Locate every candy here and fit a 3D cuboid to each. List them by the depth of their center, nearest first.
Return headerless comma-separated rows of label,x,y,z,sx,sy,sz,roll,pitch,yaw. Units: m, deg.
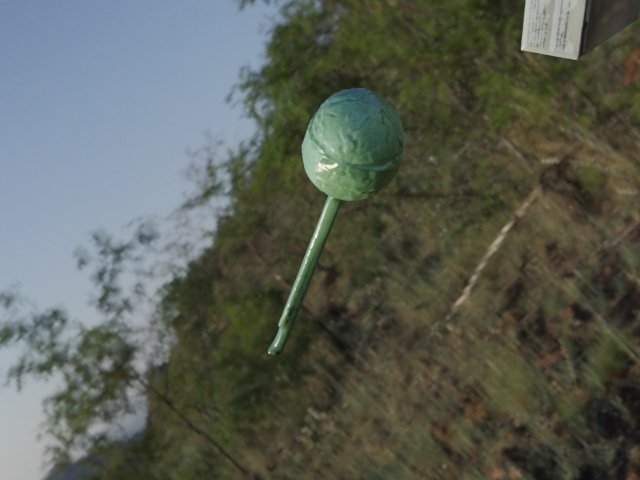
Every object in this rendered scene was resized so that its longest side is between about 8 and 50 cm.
candy,0.000,0.000,1.265,0.119,0.119,0.440,-49,-16,-45

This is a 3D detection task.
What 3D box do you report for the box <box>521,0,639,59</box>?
box,0.203,-0.215,0.761,0.129,0.051,0.130,-35,-45,-48
